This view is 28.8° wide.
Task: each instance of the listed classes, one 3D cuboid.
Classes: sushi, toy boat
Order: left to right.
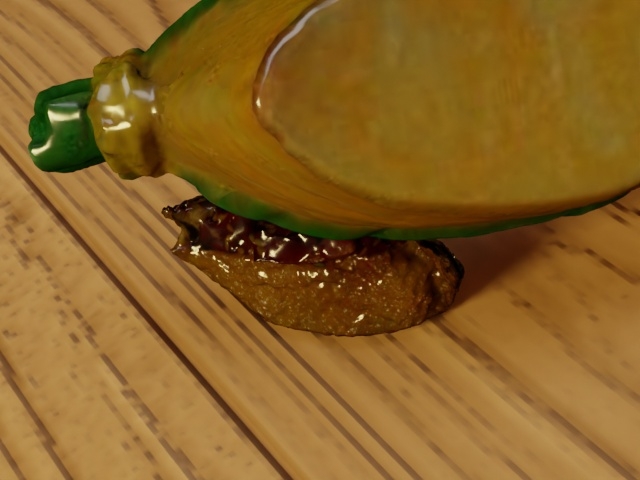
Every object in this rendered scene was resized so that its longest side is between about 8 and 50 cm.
[{"bbox_3d":[0.000,0.000,0.390,0.099,0.047,0.050,0,45,18],"label":"sushi"},{"bbox_3d":[0.032,-0.045,0.359,0.230,0.088,0.088,-6,4,-13],"label":"toy boat"}]
